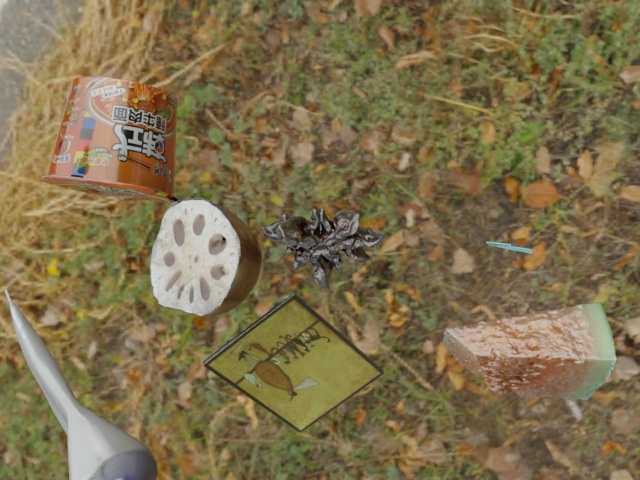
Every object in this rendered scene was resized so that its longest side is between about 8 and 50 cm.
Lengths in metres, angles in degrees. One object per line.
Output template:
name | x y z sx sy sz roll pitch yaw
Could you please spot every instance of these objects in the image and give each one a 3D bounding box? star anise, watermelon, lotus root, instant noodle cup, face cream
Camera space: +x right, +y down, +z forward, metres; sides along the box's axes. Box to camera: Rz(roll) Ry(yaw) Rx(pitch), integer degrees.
star anise | 0.003 0.002 1.883 0.282 0.212 0.129 1 52 8
watermelon | 0.321 0.184 1.390 0.193 0.256 0.140 104 166 -55
lotus root | -0.235 0.048 1.859 0.272 0.192 0.272 -6 76 26
instant noodle cup | -0.374 -0.184 1.579 0.250 0.250 0.192 5 85 40
face cream | -0.399 0.278 1.383 0.420 0.137 0.235 46 154 36

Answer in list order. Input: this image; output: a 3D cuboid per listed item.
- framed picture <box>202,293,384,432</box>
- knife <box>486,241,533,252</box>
framed picture | -0.052 0.277 1.854 0.255 0.338 0.014 -37 37 13
knife | 0.366 0.012 1.646 0.091 0.005 0.014 10 143 8
